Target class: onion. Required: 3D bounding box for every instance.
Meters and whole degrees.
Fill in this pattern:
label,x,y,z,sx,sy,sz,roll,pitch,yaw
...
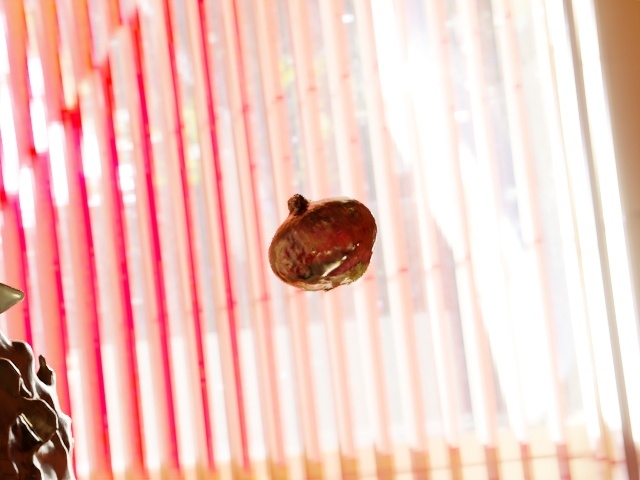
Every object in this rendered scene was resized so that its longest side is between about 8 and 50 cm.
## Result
label,x,y,z,sx,sy,sz,roll,pitch,yaw
onion,0.000,0.000,1.292,0.097,0.107,0.107,63,-176,-4

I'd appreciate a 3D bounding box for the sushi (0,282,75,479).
label,x,y,z,sx,sy,sz,roll,pitch,yaw
sushi,-0.281,0.200,0.845,0.299,0.281,0.294,75,-175,-53
